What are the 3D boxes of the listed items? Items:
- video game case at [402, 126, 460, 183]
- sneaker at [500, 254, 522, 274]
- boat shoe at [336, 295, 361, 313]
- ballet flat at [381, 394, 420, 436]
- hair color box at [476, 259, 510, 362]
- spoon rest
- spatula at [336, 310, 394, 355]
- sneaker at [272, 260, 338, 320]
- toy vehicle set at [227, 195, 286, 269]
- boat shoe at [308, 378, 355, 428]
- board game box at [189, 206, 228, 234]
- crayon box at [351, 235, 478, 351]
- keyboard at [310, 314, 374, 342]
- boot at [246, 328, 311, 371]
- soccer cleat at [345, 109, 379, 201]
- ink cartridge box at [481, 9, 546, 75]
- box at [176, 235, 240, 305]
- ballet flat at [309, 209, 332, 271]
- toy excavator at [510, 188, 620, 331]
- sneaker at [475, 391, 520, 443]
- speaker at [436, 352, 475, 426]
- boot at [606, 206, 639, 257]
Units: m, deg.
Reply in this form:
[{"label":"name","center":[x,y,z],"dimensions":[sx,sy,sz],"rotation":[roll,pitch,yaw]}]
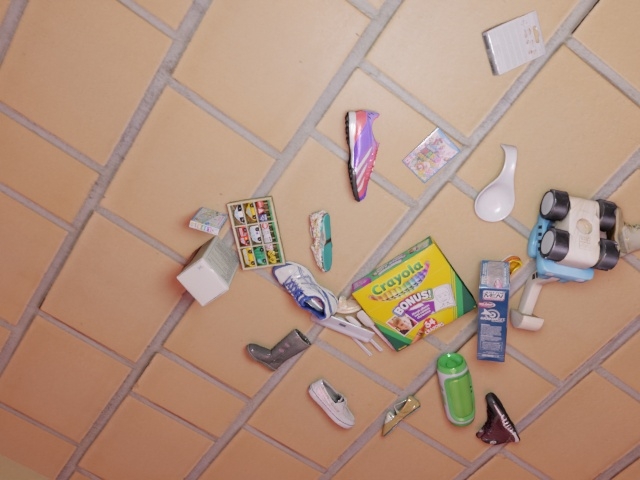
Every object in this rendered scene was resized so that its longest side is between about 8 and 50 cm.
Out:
[{"label":"video game case","center":[0.388,-0.298,1.771],"dimensions":[0.119,0.015,0.166],"rotation":[42,108,-13]},{"label":"sneaker","center":[0.678,0.122,1.901],"dimensions":[0.064,0.067,0.175],"rotation":[38,110,-14]},{"label":"boat shoe","center":[0.078,0.248,1.981],"dimensions":[0.170,0.063,0.059],"rotation":[-4,118,5]},{"label":"ballet flat","center":[0.333,0.753,2.181],"dimensions":[0.232,0.080,0.073],"rotation":[-46,75,16]},{"label":"hair color box","center":[0.638,0.264,1.866],"dimensions":[0.105,0.173,0.347],"rotation":[2,123,18]},{"label":"spoon rest","center":[0.627,-0.193,1.766],"dimensions":[0.138,0.084,0.276],"rotation":[8,111,-1]},{"label":"spatula","center":[0.179,0.376,2.026],"dimensions":[0.168,0.019,0.242],"rotation":[-27,117,35]},{"label":"sneaker","center":[-0.065,0.185,1.905],"dimensions":[0.297,0.131,0.111],"rotation":[34,111,6]},{"label":"toy vehicle set","center":[-0.236,-0.027,1.888],"dimensions":[0.166,0.035,0.266],"rotation":[-9,107,6]},{"label":"boat shoe","center":[0.067,0.691,2.150],"dimensions":[0.088,0.096,0.267],"rotation":[-39,97,21]},{"label":"board game box","center":[-0.402,-0.072,1.824],"dimensions":[0.104,0.154,0.026],"rotation":[17,111,-4]},{"label":"crayon box","center":[0.355,0.209,1.929],"dimensions":[0.363,0.106,0.313],"rotation":[-34,107,15]},{"label":"keyboard","center":[0.085,0.341,2.007],"dimensions":[0.256,0.014,0.072],"rotation":[21,131,1]},{"label":"boot","center":[-0.172,0.431,2.062],"dimensions":[0.208,0.076,0.190],"rotation":[-39,120,23]},{"label":"soccer cleat","center":[0.152,-0.288,1.741],"dimensions":[0.117,0.108,0.317],"rotation":[-5,109,0]},{"label":"ink cartridge box","center":[0.622,-0.634,1.621],"dimensions":[0.179,0.045,0.145],"rotation":[-26,109,-7]},{"label":"box","center":[-0.406,0.107,1.854],"dimensions":[0.127,0.232,0.148],"rotation":[-34,106,14]},{"label":"ballet flat","center":[0.000,0.000,1.886],"dimensions":[0.077,0.091,0.240],"rotation":[10,111,31]},{"label":"toy excavator","center":[0.834,0.088,1.814],"dimensions":[0.223,0.445,0.432],"rotation":[11,71,-1]},{"label":"sneaker","center":[0.724,0.782,2.149],"dimensions":[0.163,0.106,0.281],"rotation":[-28,109,16]},{"label":"speaker","center":[0.559,0.615,2.076],"dimensions":[0.131,0.131,0.296],"rotation":[-12,111,7]},{"label":"boot","center":[1.121,-0.045,1.808],"dimensions":[0.165,0.077,0.213],"rotation":[-16,116,9]}]
